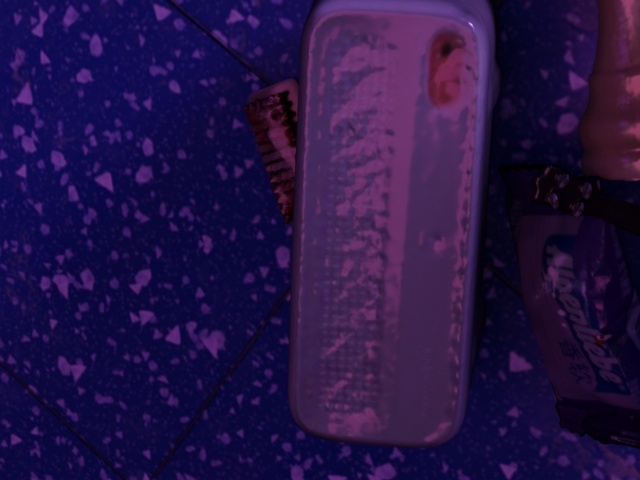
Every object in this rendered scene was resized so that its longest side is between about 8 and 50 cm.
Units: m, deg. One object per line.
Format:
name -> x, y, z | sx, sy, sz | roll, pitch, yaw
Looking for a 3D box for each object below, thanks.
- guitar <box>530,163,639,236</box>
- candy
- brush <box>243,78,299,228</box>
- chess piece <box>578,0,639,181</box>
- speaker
guitar -> 0.291, -0.004, 1.009 | 0.271, 0.038, 0.084 | 19, 97, -20
candy -> 0.230, 0.061, 1.099 | 0.145, 0.070, 0.275 | 10, 118, 61
brush -> 0.000, 0.000, 1.228 | 0.060, 0.050, 0.321 | -17, 98, 24
chess piece -> 0.244, -0.251, 1.008 | 0.117, 0.117, 0.397 | -6, 101, 26
speaker -> 0.062, -0.027, 1.090 | 0.183, 0.184, 0.406 | 4, 107, 6
